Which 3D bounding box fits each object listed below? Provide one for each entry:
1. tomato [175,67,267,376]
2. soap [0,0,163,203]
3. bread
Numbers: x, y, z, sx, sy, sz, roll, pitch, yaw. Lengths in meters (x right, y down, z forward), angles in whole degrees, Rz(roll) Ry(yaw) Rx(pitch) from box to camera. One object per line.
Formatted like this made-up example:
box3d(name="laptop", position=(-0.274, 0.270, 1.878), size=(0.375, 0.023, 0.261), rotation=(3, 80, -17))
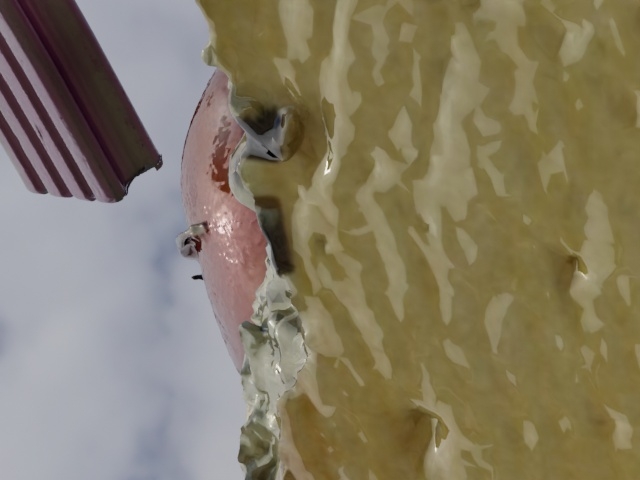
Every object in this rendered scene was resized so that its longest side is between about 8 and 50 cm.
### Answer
box3d(name="tomato", position=(-0.002, 0.003, 0.839), size=(0.101, 0.228, 0.228), rotation=(-15, -28, 24))
box3d(name="soap", position=(-0.215, -0.127, 1.327), size=(0.065, 0.122, 0.203), rotation=(-46, -55, -31))
box3d(name="bread", position=(0.056, -0.004, 0.345), size=(0.039, 0.181, 0.251), rotation=(-49, -33, -49))
